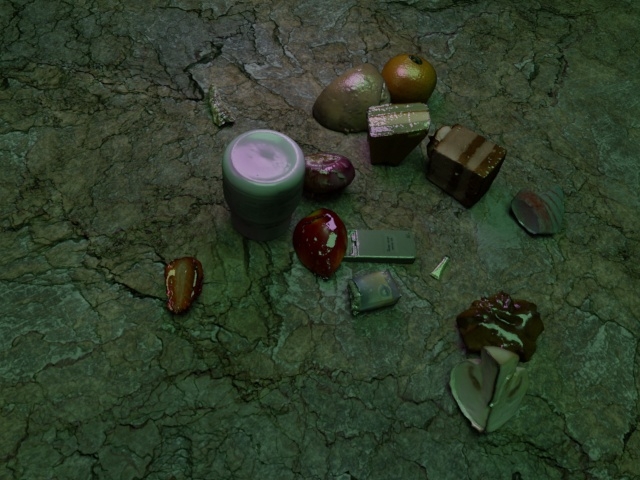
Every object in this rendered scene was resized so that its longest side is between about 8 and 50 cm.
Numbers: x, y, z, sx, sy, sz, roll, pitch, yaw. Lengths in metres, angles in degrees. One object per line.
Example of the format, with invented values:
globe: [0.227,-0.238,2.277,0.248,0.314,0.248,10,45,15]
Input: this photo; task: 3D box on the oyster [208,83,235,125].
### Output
oyster: [-0.401,-0.523,1.953,0.106,0.061,0.200,-37,70,-25]

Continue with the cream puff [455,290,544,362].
cream puff: [0.575,0.273,1.574,0.269,0.155,0.241,-36,65,-19]

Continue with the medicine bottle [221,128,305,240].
medicine bottle: [-0.185,-0.167,1.616,0.256,0.325,0.256,3,58,-5]

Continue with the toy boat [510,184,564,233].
toy boat: [0.863,-0.131,1.912,0.282,0.096,0.206,-24,71,-35]

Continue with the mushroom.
mushroom: [0.497,0.408,1.475,0.173,0.236,0.162,-5,20,-37]

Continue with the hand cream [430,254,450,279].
hand cream: [0.417,0.091,1.732,0.035,0.022,0.102,34,65,12]

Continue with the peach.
peach: [-0.001,-0.003,1.682,0.189,0.068,0.279,-12,57,2]

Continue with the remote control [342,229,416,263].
remote control: [0.185,0.020,1.731,0.285,0.038,0.123,0,58,-6]

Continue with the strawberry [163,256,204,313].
strawberry: [-0.422,0.140,1.545,0.121,0.082,0.188,-2,67,13]

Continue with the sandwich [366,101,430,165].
sandwich: [0.293,-0.399,1.901,0.227,0.198,0.155,-5,61,4]

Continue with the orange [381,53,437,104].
orange: [0.358,-0.655,2.061,0.236,0.236,0.236,4,59,-6]

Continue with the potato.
potato: [0.128,-0.543,1.970,0.264,0.189,0.211,-22,65,-20]

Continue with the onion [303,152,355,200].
onion: [0.011,-0.222,1.789,0.230,0.163,0.230,-4,19,1]

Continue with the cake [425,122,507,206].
cake: [0.516,-0.293,1.883,0.293,0.199,0.196,35,65,17]

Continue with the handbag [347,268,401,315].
handbag: [0.162,0.164,1.605,0.173,0.095,0.117,-13,58,-20]
